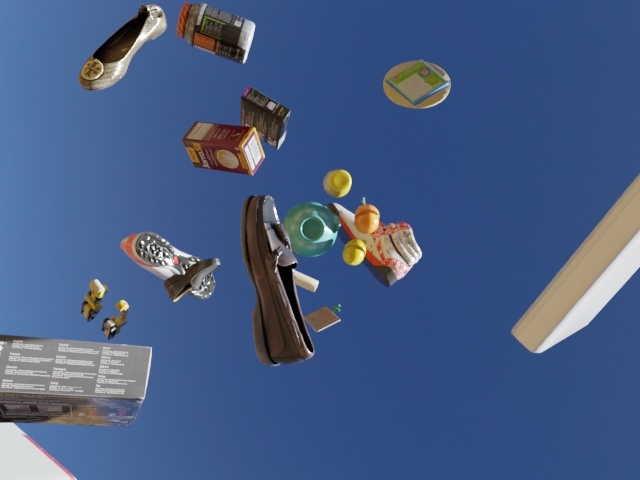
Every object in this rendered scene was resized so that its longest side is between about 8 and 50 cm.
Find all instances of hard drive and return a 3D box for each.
[{"bbox_3d":[0.401,-0.018,0.632,0.047,0.233,0.353,45,-59,32],"label":"hard drive"}]

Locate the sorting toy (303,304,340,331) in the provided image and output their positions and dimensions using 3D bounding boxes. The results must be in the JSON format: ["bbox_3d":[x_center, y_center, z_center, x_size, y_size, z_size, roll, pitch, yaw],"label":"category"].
[{"bbox_3d":[0.014,0.157,1.030,0.062,0.083,0.012,36,-38,52],"label":"sorting toy"}]

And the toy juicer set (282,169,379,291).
[{"bbox_3d":[0.000,0.000,1.223,0.329,0.089,0.209,-45,-85,-5],"label":"toy juicer set"}]

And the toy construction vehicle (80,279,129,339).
[{"bbox_3d":[-0.352,0.111,0.825,0.086,0.035,0.098,43,-51,18],"label":"toy construction vehicle"}]

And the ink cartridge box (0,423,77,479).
[{"bbox_3d":[-0.639,0.506,0.826,0.279,0.160,0.384,25,-96,21],"label":"ink cartridge box"}]

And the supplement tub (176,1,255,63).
[{"bbox_3d":[-0.282,-0.564,1.360,0.117,0.190,0.117,-163,-90,-78],"label":"supplement tub"}]

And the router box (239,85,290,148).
[{"bbox_3d":[-0.159,-0.341,1.410,0.046,0.133,0.179,-61,-178,-17],"label":"router box"}]

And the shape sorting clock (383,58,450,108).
[{"bbox_3d":[0.299,-0.485,1.565,0.206,0.206,0.040,57,-13,25],"label":"shape sorting clock"}]

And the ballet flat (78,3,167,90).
[{"bbox_3d":[-0.410,-0.406,1.039,0.084,0.250,0.058,31,-23,10],"label":"ballet flat"}]

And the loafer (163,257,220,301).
[{"bbox_3d":[-0.341,0.105,1.364,0.170,0.062,0.061,-31,-113,8],"label":"loafer"}]

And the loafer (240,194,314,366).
[{"bbox_3d":[-0.068,0.065,0.877,0.095,0.109,0.302,-8,-94,23],"label":"loafer"}]

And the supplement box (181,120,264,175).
[{"bbox_3d":[-0.258,-0.246,1.339,0.188,0.081,0.104,10,-37,21],"label":"supplement box"}]

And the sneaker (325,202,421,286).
[{"bbox_3d":[0.143,-0.022,1.316,0.270,0.145,0.090,50,-14,10],"label":"sneaker"}]

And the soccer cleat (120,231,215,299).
[{"bbox_3d":[-0.446,0.075,1.496,0.116,0.318,0.108,1,-119,40],"label":"soccer cleat"}]

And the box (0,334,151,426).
[{"bbox_3d":[-0.414,0.206,0.714,0.242,0.307,0.076,129,-35,-54],"label":"box"}]
